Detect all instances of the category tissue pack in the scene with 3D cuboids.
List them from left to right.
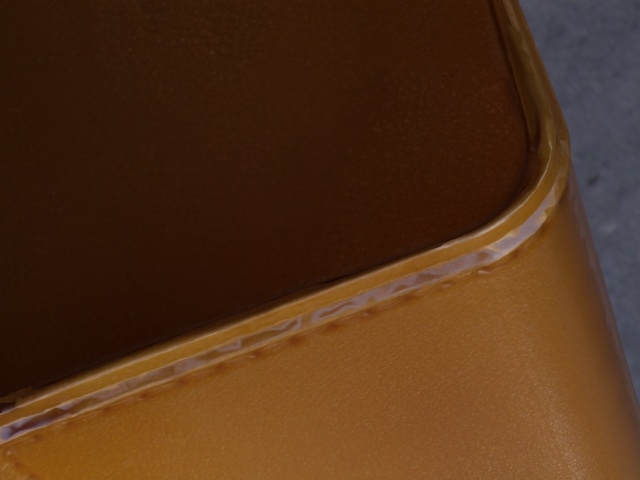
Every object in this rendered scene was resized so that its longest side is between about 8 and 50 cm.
[{"bbox_3d":[0.000,0.000,0.475,0.145,0.194,0.274,-21,149,5],"label":"tissue pack"}]
